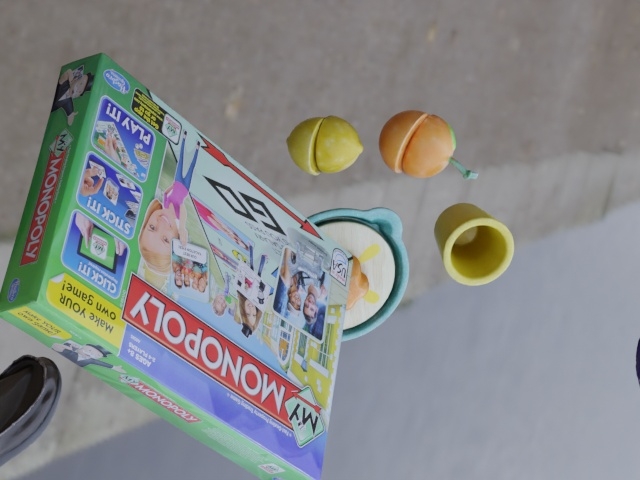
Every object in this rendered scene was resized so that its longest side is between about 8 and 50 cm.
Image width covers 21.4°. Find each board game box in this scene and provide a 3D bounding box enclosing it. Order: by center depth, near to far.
[{"bbox_3d":[-0.097,0.032,1.296,0.317,0.046,0.213,38,48,-40],"label":"board game box"}]

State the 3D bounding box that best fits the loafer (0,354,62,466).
[{"bbox_3d":[-0.362,0.201,1.802,0.220,0.080,0.078,-50,139,-22],"label":"loafer"}]

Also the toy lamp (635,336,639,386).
[{"bbox_3d":[0.307,0.062,1.036,0.275,0.080,0.080,-5,113,-43],"label":"toy lamp"}]

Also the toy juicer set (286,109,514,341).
[{"bbox_3d":[0.000,0.000,1.535,0.089,0.329,0.209,-119,-174,-62],"label":"toy juicer set"}]
